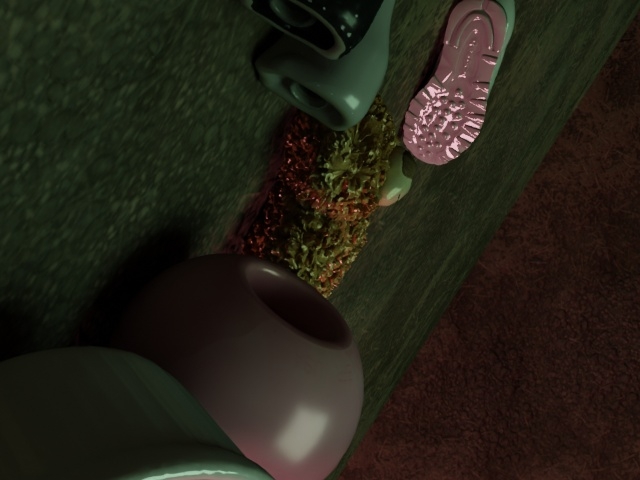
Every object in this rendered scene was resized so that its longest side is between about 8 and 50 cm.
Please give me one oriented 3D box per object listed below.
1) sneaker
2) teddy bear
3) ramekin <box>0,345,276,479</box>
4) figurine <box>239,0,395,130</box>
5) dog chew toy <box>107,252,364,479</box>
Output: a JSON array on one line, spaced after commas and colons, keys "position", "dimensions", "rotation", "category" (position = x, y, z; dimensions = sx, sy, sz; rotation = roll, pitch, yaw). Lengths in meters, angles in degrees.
[{"position": [0.172, -0.193, 1.394], "dimensions": [0.235, 0.090, 0.095], "rotation": [-65, 175, 36], "category": "sneaker"}, {"position": [0.000, 0.000, 1.135], "dimensions": [0.338, 0.113, 0.245], "rotation": [-63, 169, 22], "category": "teddy bear"}, {"position": [-0.161, 0.196, 0.719], "dimensions": [0.277, 0.135, 0.277], "rotation": [-23, 137, -23], "category": "ramekin"}, {"position": [0.037, -0.209, 0.848], "dimensions": [0.209, 0.092, 0.215], "rotation": [-59, 169, -13], "category": "figurine"}, {"position": [-0.115, 0.172, 0.943], "dimensions": [0.332, 0.206, 0.206], "rotation": [-53, 169, 17], "category": "dog chew toy"}]
